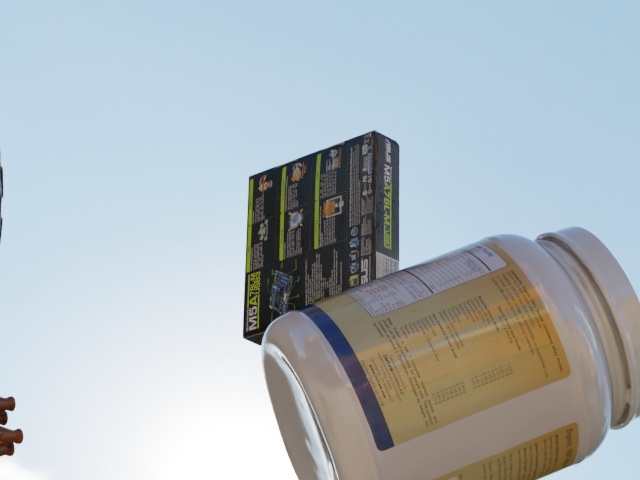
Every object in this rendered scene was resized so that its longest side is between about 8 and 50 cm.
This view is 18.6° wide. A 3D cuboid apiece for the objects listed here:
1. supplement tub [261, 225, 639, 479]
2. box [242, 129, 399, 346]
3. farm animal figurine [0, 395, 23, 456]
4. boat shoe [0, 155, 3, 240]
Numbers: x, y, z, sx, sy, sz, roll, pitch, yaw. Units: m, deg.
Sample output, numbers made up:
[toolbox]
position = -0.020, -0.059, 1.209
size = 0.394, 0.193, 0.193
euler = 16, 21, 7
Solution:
[supplement tub]
position = 0.127, 0.128, 1.801
size = 0.316, 0.228, 0.228
euler = -20, -31, -15
[box]
position = 0.000, 0.000, 2.023
size = 0.184, 0.191, 0.045
euler = -21, -31, 39
[farm animal figurine]
position = -0.520, 0.309, 2.502
size = 0.172, 0.327, 0.330
euler = 0, -6, -31
[boat shoe]
position = -0.288, -0.053, 1.611
size = 0.060, 0.064, 0.178
euler = -136, -141, -53
